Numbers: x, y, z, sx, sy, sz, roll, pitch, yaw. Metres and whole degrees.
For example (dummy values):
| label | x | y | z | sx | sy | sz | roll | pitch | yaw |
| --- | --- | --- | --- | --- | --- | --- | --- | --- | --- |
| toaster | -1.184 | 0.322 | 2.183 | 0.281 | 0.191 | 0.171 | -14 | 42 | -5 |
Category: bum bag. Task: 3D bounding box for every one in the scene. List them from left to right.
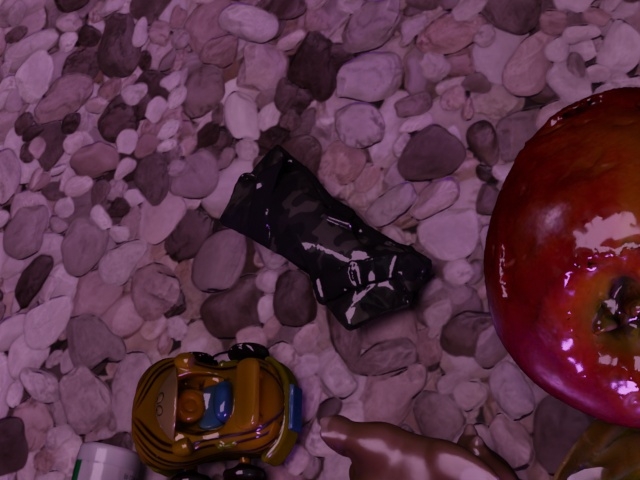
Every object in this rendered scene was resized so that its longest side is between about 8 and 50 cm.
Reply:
| label | x | y | z | sx | sy | sz | roll | pitch | yaw |
| --- | --- | --- | --- | --- | --- | --- | --- | --- | --- |
| bum bag | 0.000 | 0.000 | 1.992 | 0.340 | 0.095 | 0.144 | 39 | 84 | 29 |

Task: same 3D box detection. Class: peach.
| label | x | y | z | sx | sy | sz | roll | pitch | yaw |
| --- | --- | --- | --- | --- | --- | --- | --- | --- | --- |
| peach | 0.371 | 0.005 | 1.649 | 0.339 | 0.416 | 0.353 | 4 | 109 | 20 |

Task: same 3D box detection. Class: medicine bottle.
| label | x | y | z | sx | sy | sz | roll | pitch | yaw |
| --- | --- | --- | --- | --- | --- | --- | --- | --- | --- |
| medicine bottle | -0.319 | 0.413 | 2.001 | 0.095 | 0.095 | 0.260 | 4 | 72 | 31 |

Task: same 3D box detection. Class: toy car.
| label | x | y | z | sx | sy | sz | roll | pitch | yaw |
| --- | --- | --- | --- | --- | --- | --- | --- | --- | --- |
| toy car | -0.155 | 0.230 | 1.953 | 0.248 | 0.142 | 0.200 | -13 | 63 | 23 |

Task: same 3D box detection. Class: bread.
| label | x | y | z | sx | sy | sz | roll | pitch | yaw |
| --- | --- | --- | --- | --- | --- | --- | --- | --- | --- |
| bread | 0.351 | 0.306 | 1.629 | 0.156 | 0.158 | 0.260 | -12 | 67 | 22 |

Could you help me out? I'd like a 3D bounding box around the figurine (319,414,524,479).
| label | x | y | z | sx | sy | sz | roll | pitch | yaw |
| --- | --- | --- | --- | --- | --- | --- | --- | --- | --- |
| figurine | 0.136 | 0.305 | 1.740 | 0.247 | 0.173 | 0.177 | 0 | 80 | 20 |
